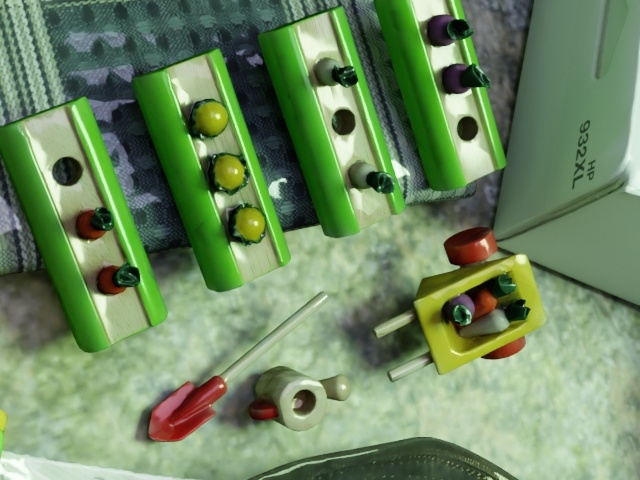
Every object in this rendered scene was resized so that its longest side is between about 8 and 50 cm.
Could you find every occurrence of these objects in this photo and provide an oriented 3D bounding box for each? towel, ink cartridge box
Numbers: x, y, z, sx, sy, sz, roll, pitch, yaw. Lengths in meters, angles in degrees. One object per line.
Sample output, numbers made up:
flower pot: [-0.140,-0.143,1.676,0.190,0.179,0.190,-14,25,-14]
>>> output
towel: [-0.090,-0.153,0.580,0.312,0.056,0.324,-11,81,-26]
ink cartridge box: [0.278,-0.058,0.676,0.307,0.129,0.223,21,66,-19]

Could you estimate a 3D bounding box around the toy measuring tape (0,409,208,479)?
toy measuring tape: [-0.138,0.089,0.433,0.330,0.121,0.121,15,68,-22]

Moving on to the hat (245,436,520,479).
hat: [0.079,0.216,0.428,0.331,0.134,0.331,19,58,-33]

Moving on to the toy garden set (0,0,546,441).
toy garden set: [0.000,0.000,0.530,0.244,0.049,0.204,-25,106,-22]
